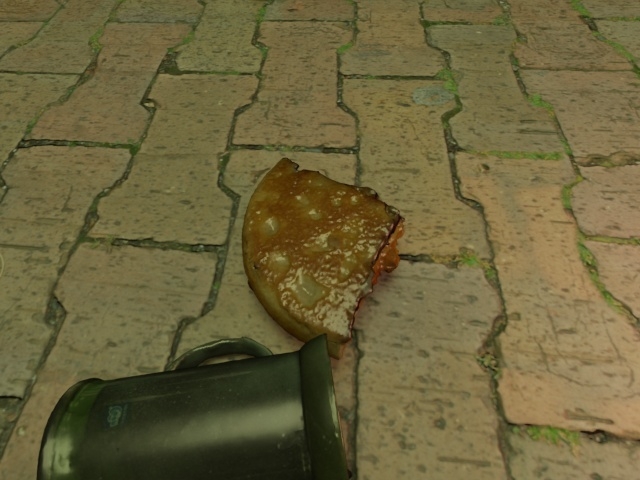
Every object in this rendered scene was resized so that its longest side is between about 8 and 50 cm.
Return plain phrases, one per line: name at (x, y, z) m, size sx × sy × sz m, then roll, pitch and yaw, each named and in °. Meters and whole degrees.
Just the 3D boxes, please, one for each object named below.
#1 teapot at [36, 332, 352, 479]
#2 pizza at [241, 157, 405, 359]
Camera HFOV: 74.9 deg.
teapot at (-0.142, 0.223, 0.520) m, size 0.337 × 0.200 × 0.270 m, roll -9°, pitch 30°, yaw -2°
pizza at (0.000, 0.000, 0.713) m, size 0.278 × 0.114 × 0.409 m, roll -19°, pitch 56°, yaw -10°
